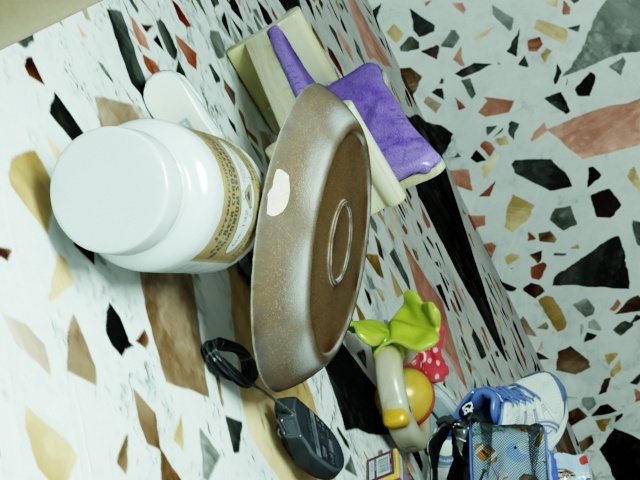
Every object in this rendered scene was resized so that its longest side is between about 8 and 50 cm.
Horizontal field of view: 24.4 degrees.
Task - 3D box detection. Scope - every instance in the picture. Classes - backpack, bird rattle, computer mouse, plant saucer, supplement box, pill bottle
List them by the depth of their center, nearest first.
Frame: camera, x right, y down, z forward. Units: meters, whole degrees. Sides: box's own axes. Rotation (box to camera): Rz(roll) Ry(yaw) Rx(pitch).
[{"bbox_3d":[-0.138,-0.037,1.276,0.131,0.131,0.229,68,13,7],"label":"pill bottle"},{"bbox_3d":[0.000,0.000,1.470,0.310,0.050,0.310,7,90,-76],"label":"plant saucer"},{"bbox_3d":[-0.052,0.173,1.489,0.242,0.041,0.071,48,21,-37],"label":"computer mouse"},{"bbox_3d":[0.225,0.378,1.784,0.276,0.213,0.263,88,10,-48],"label":"backpack"},{"bbox_3d":[0.092,0.304,1.794,0.083,0.043,0.055,61,13,-22],"label":"supplement box"},{"bbox_3d":[0.103,0.185,1.983,0.253,0.143,0.207,70,15,-62],"label":"bird rattle"}]

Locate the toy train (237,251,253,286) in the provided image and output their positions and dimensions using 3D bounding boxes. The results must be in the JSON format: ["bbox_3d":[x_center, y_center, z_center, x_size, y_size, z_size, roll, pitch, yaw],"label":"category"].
[{"bbox_3d":[-0.053,0.064,1.678,0.158,0.027,0.036,54,7,-41],"label":"toy train"}]

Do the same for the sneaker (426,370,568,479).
[{"bbox_3d":[0.259,0.251,2.074,0.296,0.112,0.131,-37,135,-41],"label":"sneaker"}]

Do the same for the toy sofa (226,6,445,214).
[{"bbox_3d":[0.011,-0.168,1.864,0.150,0.177,0.362,58,5,-29],"label":"toy sofa"}]

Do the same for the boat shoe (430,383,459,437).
[{"bbox_3d":[0.204,0.286,2.184,0.226,0.083,0.076,60,15,-22],"label":"boat shoe"}]

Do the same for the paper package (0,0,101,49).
[{"bbox_3d":[-0.197,-0.266,1.007,0.168,0.325,0.309,60,15,-26],"label":"paper package"}]

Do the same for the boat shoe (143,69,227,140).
[{"bbox_3d":[-0.129,-0.102,1.596,0.184,0.066,0.063,54,16,-10],"label":"boat shoe"}]
